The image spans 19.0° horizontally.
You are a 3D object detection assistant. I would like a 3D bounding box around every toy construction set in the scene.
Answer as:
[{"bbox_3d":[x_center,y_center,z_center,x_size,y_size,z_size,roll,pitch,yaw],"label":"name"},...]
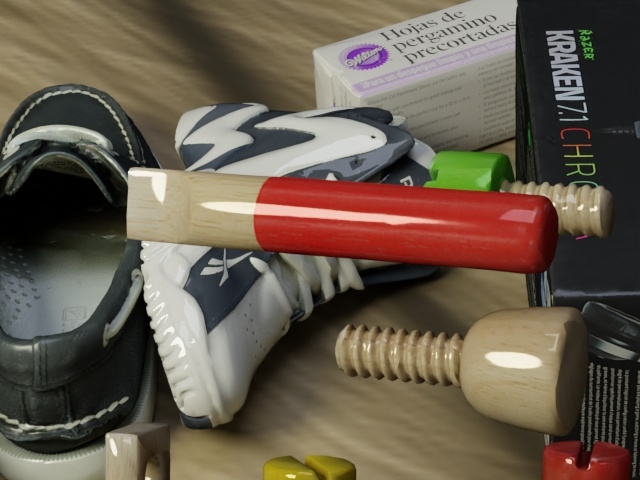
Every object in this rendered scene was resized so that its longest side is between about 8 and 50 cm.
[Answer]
[{"bbox_3d":[-0.021,0.106,0.676,0.237,0.309,0.257,5,30,21],"label":"toy construction set"}]

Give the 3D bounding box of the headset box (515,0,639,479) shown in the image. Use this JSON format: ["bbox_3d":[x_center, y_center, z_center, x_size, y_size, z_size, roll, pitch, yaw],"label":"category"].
[{"bbox_3d":[0.240,-0.006,0.911,0.283,0.131,0.246,-2,38,3],"label":"headset box"}]

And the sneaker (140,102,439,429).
[{"bbox_3d":[0.000,0.000,0.959,0.153,0.094,0.235,-9,26,9],"label":"sneaker"}]

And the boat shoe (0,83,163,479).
[{"bbox_3d":[-0.127,-0.007,0.985,0.114,0.091,0.302,-9,37,-5],"label":"boat shoe"}]

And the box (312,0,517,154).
[{"bbox_3d":[0.153,-0.118,1.124,0.324,0.067,0.063,-20,39,-17],"label":"box"}]
